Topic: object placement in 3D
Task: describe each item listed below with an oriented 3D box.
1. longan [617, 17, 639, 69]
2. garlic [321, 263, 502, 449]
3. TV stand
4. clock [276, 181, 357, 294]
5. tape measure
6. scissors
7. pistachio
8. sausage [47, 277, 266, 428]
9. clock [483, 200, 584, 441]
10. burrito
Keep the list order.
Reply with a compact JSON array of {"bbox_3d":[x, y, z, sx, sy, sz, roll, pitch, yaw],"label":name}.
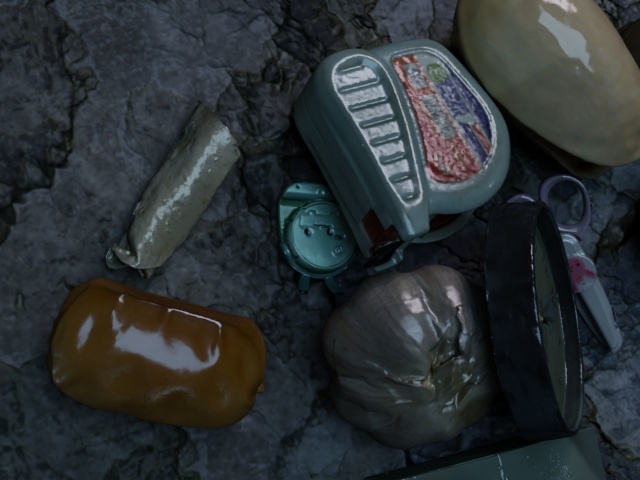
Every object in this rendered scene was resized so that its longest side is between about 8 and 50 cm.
[{"bbox_3d":[0.461,-0.225,1.383,0.185,0.204,0.159,17,117,-44],"label":"longan"},{"bbox_3d":[0.115,0.134,1.187,0.228,0.152,0.228,-6,117,-11],"label":"garlic"},{"bbox_3d":[0.198,0.287,1.239,0.269,0.088,0.083,-11,84,-19],"label":"TV stand"},{"bbox_3d":[0.000,0.000,1.248,0.101,0.041,0.135,3,80,-18],"label":"clock"},{"bbox_3d":[0.097,-0.106,1.233,0.246,0.125,0.243,-17,73,-32],"label":"tape measure"},{"bbox_3d":[0.322,0.037,1.339,0.118,0.030,0.242,-27,99,13],"label":"scissors"},{"bbox_3d":[0.284,-0.206,1.297,0.187,0.187,0.299,-43,96,-20],"label":"pistachio"},{"bbox_3d":[-0.170,0.123,1.130,0.241,0.120,0.136,13,91,-16],"label":"sausage"},{"bbox_3d":[0.250,0.091,1.209,0.055,0.280,0.280,-9,81,22],"label":"clock"},{"bbox_3d":[-0.162,-0.054,1.190,0.226,0.087,0.060,-59,144,-15],"label":"burrito"}]
